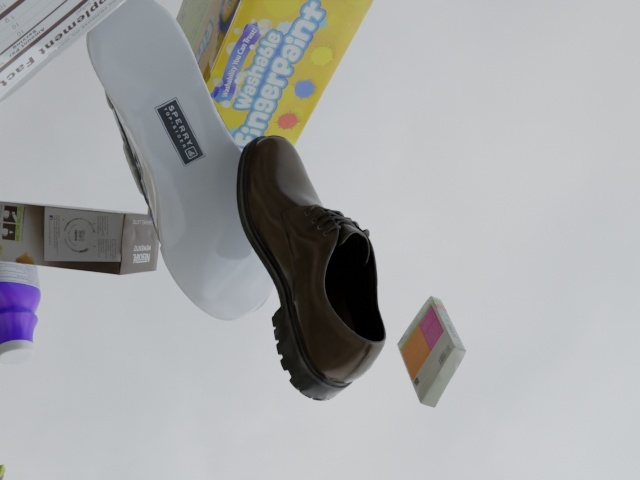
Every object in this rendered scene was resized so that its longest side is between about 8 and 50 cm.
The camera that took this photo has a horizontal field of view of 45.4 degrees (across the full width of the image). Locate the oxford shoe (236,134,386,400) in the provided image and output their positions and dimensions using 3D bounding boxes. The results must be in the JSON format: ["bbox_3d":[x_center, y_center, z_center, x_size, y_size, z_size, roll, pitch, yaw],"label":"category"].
[{"bbox_3d":[0.000,0.000,0.599,0.096,0.082,0.227,-42,-122,37],"label":"oxford shoe"}]

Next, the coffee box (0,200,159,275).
[{"bbox_3d":[-0.405,-0.007,1.249,0.246,0.141,0.098,6,-88,12],"label":"coffee box"}]

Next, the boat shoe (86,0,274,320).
[{"bbox_3d":[-0.127,-0.072,0.701,0.108,0.301,0.102,-27,-162,-8],"label":"boat shoe"}]

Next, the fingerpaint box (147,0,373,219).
[{"bbox_3d":[-0.112,-0.287,1.132,0.445,0.163,0.371,-58,-151,36],"label":"fingerpaint box"}]

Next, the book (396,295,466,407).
[{"bbox_3d":[0.155,0.151,1.070,0.144,0.035,0.096,-101,-146,-66],"label":"book"}]

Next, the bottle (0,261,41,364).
[{"bbox_3d":[-0.600,0.097,1.471,0.092,0.118,0.283,-33,-120,27],"label":"bottle"}]

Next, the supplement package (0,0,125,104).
[{"bbox_3d":[-0.180,-0.161,0.276,0.139,0.244,0.134,44,-101,9],"label":"supplement package"}]

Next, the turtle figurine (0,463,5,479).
[{"bbox_3d":[-0.445,0.434,1.136,0.217,0.269,0.087,37,-60,21],"label":"turtle figurine"}]
